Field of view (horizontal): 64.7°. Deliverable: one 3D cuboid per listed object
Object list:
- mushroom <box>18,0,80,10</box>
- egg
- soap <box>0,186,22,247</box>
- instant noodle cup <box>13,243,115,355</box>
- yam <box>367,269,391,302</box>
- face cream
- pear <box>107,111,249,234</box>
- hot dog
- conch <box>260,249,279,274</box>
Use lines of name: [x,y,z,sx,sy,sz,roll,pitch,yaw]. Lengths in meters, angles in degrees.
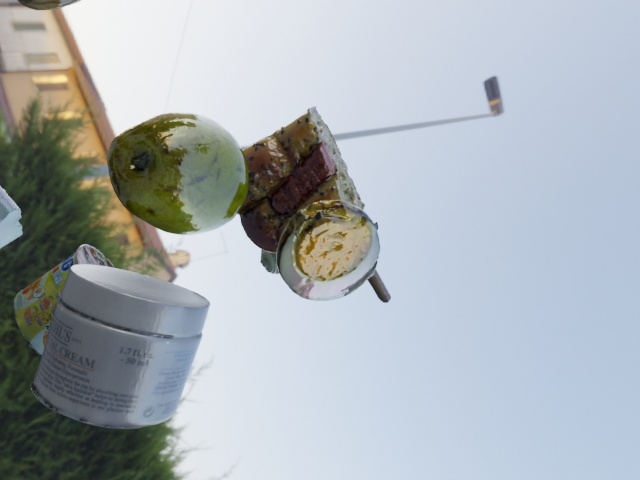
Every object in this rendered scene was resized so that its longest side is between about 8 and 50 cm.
mushroom: [-0.307,-0.362,0.494,0.096,0.108,0.247,30,-45,38]
egg: [-0.001,0.004,1.281,0.264,0.286,0.174,-59,-141,14]
soap: [-0.732,-0.113,0.958,0.208,0.115,0.347,0,-51,36]
instant noodle cup: [-0.469,0.131,0.977,0.205,0.152,0.205,61,-1,1]
yam: [0.153,0.090,1.646,0.264,0.046,0.046,59,-29,-9]
face cream: [-0.244,0.127,0.631,0.177,0.177,0.153,15,-93,56]
pear: [-0.274,-0.132,1.000,0.252,0.307,0.253,-1,-94,16]
hot dog: [-0.103,-0.150,1.512,0.365,0.196,0.368,-23,-85,21]
conch: [-0.122,0.025,1.735,0.131,0.200,0.172,49,-29,-7]
